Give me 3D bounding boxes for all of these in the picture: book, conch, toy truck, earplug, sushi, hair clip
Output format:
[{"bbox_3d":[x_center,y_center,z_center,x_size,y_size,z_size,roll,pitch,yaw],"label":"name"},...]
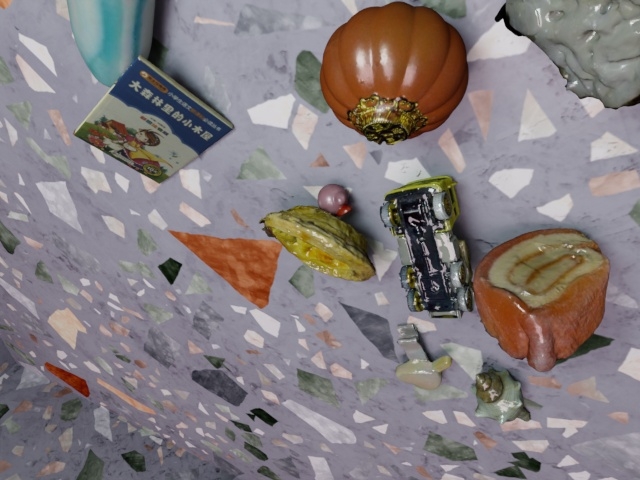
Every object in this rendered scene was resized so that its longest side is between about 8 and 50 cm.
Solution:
[{"bbox_3d":[-0.383,-0.248,0.933,0.322,0.018,0.228,-22,140,38],"label":"book"},{"bbox_3d":[0.427,0.396,1.016,0.137,0.114,0.234,10,135,38],"label":"conch"},{"bbox_3d":[0.224,0.010,0.799,0.124,0.157,0.272,-8,108,34],"label":"toy truck"},{"bbox_3d":[-0.386,-0.428,0.772,0.185,0.185,0.324,31,138,2],"label":"earplug"},{"bbox_3d":[0.325,-0.325,0.455,0.207,0.234,0.348,-31,92,-3],"label":"sushi"},{"bbox_3d":[0.264,0.313,1.068,0.159,0.071,0.218,-9,124,29],"label":"hair clip"}]

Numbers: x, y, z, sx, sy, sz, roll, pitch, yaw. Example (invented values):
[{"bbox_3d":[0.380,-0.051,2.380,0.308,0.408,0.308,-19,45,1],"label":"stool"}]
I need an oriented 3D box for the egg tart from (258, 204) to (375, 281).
[{"bbox_3d":[0.000,0.000,0.904,0.279,0.095,0.279,27,166,7],"label":"egg tart"}]

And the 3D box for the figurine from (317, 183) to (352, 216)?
[{"bbox_3d":[0.028,-0.085,0.876,0.071,0.067,0.083,59,162,-9],"label":"figurine"}]

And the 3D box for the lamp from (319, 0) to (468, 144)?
[{"bbox_3d":[0.108,-0.246,0.628,0.223,0.196,0.223,10,165,3],"label":"lamp"}]

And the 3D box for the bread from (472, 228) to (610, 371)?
[{"bbox_3d":[0.390,0.081,0.722,0.190,0.244,0.123,38,155,48],"label":"bread"}]
